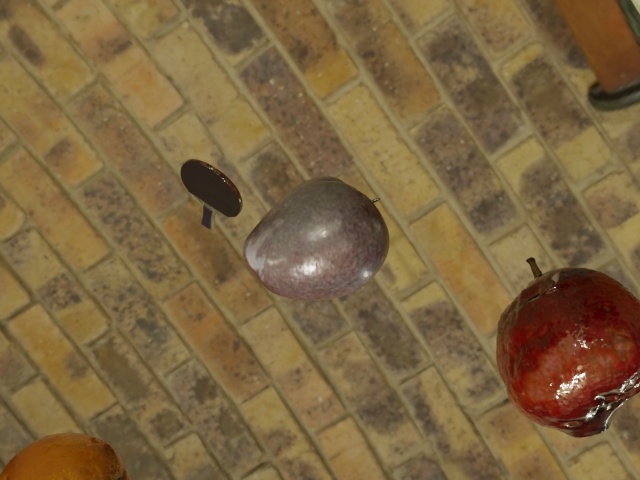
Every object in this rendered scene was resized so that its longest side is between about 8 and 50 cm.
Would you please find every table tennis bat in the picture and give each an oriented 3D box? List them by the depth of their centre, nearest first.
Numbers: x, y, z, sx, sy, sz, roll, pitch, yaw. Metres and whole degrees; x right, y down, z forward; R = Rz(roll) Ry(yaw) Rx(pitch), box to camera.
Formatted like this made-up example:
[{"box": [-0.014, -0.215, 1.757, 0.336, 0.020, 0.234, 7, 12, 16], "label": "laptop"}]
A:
[{"box": [-0.148, -0.057, 1.002, 0.095, 0.014, 0.158, 31, 154, 4], "label": "table tennis bat"}]

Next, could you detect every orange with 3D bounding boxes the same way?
[{"box": [-0.155, 0.158, 0.453, 0.083, 0.083, 0.083, 53, -168, -16], "label": "orange"}]

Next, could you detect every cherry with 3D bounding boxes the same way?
[{"box": [0.000, 0.002, 0.896, 0.140, 0.176, 0.176, 55, -169, -24], "label": "cherry"}]

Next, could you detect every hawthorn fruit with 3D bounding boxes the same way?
[{"box": [0.348, 0.131, 1.052, 0.266, 0.210, 0.230, -98, 13, -45], "label": "hawthorn fruit"}]

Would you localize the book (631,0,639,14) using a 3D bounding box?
[{"box": [0.487, -0.268, 0.926, 0.283, 0.025, 0.215, -34, -87, -36], "label": "book"}]
